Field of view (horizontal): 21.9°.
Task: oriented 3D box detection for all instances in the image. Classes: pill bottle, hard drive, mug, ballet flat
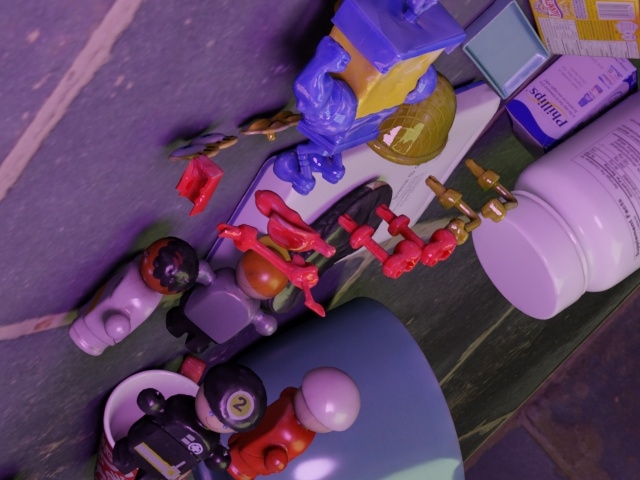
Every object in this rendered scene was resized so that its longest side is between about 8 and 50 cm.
[{"bbox_3d":[0.312,-0.045,1.791,0.283,0.160,0.160,-33,162,-21],"label":"pill bottle"},{"bbox_3d":[0.026,-0.042,1.626,0.318,0.040,0.210,-24,156,-45],"label":"hard drive"},{"bbox_3d":[-0.166,0.212,1.731,0.150,0.113,0.169,-30,163,-28],"label":"mug"},{"bbox_3d":[0.000,0.000,1.551,0.173,0.049,0.057,-42,136,-15],"label":"ballet flat"}]

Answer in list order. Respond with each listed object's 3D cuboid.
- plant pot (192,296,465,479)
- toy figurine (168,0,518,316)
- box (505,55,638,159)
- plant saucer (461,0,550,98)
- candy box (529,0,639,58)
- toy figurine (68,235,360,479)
[{"bbox_3d":[-0.012,0.239,1.860,0.235,0.293,0.293,-19,156,-21],"label":"plant pot"},{"bbox_3d":[0.073,-0.116,1.315,0.362,0.191,0.217,-22,150,-51],"label":"toy figurine"},{"bbox_3d":[0.285,-0.154,1.862,0.137,0.072,0.126,-41,163,1],"label":"box"},{"bbox_3d":[0.180,-0.189,1.625,0.067,0.018,0.192,-44,161,6],"label":"plant saucer"},{"bbox_3d":[0.262,-0.219,1.616,0.206,0.105,0.027,41,58,-74],"label":"candy box"},{"bbox_3d":[-0.088,0.099,1.416,0.148,0.210,0.213,-37,153,30],"label":"toy figurine"}]
